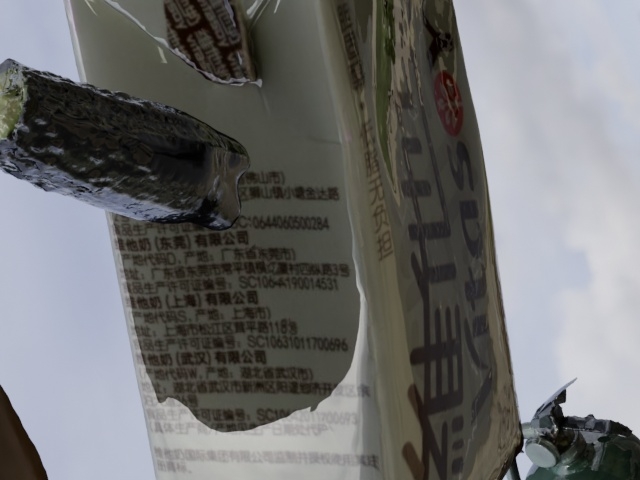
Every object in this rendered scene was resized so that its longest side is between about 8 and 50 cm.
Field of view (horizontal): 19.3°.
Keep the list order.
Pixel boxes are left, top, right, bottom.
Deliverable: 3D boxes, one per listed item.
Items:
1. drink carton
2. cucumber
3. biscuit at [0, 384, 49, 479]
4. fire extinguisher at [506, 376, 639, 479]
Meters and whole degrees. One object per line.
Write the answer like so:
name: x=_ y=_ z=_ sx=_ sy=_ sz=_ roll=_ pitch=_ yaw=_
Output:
drink carton: x=0.000 y=0.001 z=0.884 sx=0.194 sy=0.132 sz=0.324 roll=-49 pitch=-47 yaw=-61
cucumber: x=-0.052 y=-0.023 z=0.524 sx=0.135 sy=0.034 sz=0.033 roll=16 pitch=-76 yaw=-59
biscuit: x=-0.287 y=0.081 z=0.643 sx=0.365 sy=0.385 sz=0.062 roll=51 pitch=-145 yaw=-21
fire extinguisher: x=0.198 y=0.199 z=1.234 sx=0.294 sy=0.118 sz=0.093 roll=56 pitch=-132 yaw=-27
